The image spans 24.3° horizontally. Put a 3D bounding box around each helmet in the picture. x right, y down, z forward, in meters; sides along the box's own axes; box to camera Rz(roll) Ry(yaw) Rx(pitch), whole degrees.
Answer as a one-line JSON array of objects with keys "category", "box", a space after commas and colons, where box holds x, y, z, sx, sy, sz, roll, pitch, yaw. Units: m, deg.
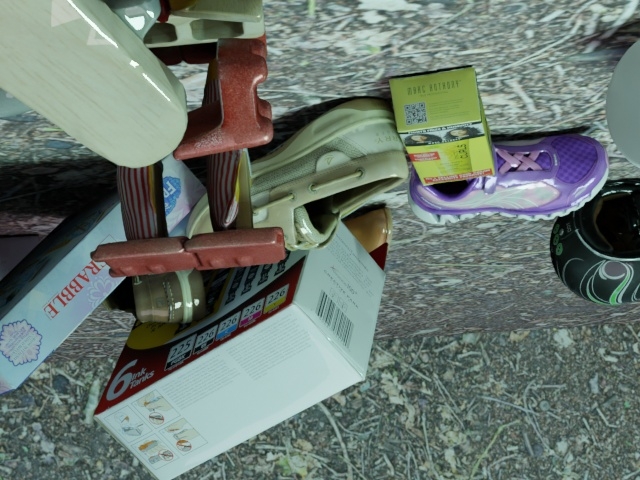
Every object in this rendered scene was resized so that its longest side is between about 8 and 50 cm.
[{"category": "helmet", "box": [0.393, 0.009, 2.001, 0.169, 0.169, 0.161, -5, 153, -2]}]

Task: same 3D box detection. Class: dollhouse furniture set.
[{"category": "dollhouse furniture set", "box": [-0.113, -0.103, 1.103, 0.152, 0.201, 0.374, -5, 169, -1]}]

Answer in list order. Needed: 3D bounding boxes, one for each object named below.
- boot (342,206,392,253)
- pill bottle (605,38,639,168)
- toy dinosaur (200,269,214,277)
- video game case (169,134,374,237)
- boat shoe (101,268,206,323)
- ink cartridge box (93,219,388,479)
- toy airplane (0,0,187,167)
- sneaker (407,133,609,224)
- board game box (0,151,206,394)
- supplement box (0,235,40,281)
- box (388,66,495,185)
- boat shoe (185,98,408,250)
[{"category": "boot", "box": [0.000, 0.000, 2.007, 0.152, 0.073, 0.197, 10, 154, -23]}, {"category": "pill bottle", "box": [0.399, -0.112, 1.402, 0.161, 0.161, 0.283, -15, 165, 38]}, {"category": "toy dinosaur", "box": [-0.064, 0.017, 1.912, 0.160, 0.121, 0.313, 38, 132, -25]}, {"category": "video game case", "box": [-0.041, -0.045, 1.721, 0.227, 0.026, 0.206, -33, 155, 30]}, {"category": "boat shoe", "box": [-0.216, 0.044, 1.744, 0.095, 0.095, 0.257, -11, -171, -20]}, {"category": "ink cartridge box", "box": [-0.085, 0.102, 1.757, 0.309, 0.272, 0.130, -31, 113, 26]}, {"category": "toy airplane", "box": [-0.237, -0.163, 0.735, 0.384, 0.272, 0.386, -12, 135, -23]}, {"category": "sneaker", "box": [0.204, -0.077, 1.679, 0.236, 0.095, 0.104, -8, 160, 15]}, {"category": "board game box", "box": [-0.309, 0.059, 1.667, 0.318, 0.066, 0.319, -48, -166, -30]}, {"category": "supplement box", "box": [-0.451, 0.054, 2.043, 0.130, 0.073, 0.239, -2, 167, -14]}, {"category": "box", "box": [0.128, -0.113, 1.524, 0.087, 0.058, 0.232, -8, 169, 8]}, {"category": "boat shoe", "box": [-0.029, -0.037, 1.565, 0.302, 0.098, 0.109, -32, 158, 36]}]
